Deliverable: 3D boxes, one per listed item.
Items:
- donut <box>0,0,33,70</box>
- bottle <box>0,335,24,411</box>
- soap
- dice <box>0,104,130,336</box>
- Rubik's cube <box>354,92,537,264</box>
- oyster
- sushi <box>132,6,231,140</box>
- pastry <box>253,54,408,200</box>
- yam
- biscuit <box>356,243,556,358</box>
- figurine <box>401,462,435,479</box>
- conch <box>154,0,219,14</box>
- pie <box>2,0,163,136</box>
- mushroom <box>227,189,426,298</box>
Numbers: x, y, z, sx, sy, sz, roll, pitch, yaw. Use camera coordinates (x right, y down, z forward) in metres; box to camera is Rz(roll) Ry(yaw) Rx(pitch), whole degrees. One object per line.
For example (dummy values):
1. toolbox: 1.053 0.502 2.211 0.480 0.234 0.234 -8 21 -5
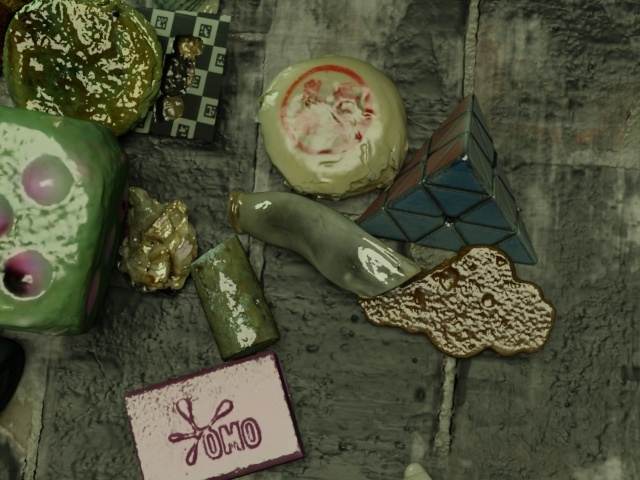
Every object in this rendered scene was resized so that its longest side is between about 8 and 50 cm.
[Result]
1. donut: -0.561 -0.399 2.051 0.151 0.112 0.295 38 86 32
2. bottle: -0.658 0.166 1.928 0.336 0.144 0.144 24 81 8
3. soap: -0.167 0.296 1.903 0.259 0.081 0.181 -16 78 0
4. dice: -0.476 -0.038 1.841 0.318 0.322 0.330 12 89 -4
5. Rubik's cube: 0.217 -0.089 1.929 0.228 0.229 0.233 -11 32 -35
6. oyster: -0.284 -0.008 1.977 0.163 0.081 0.191 -44 66 3
7. sushi: -0.241 -0.282 2.040 0.192 0.050 0.215 9 91 23
8. pastry: 0.022 -0.185 1.968 0.264 0.133 0.265 0 83 3
9. yam: -0.143 0.091 1.931 0.107 0.107 0.194 -22 77 -1
10. biscuit: 0.217 0.100 1.928 0.319 0.047 0.184 -4 88 8
11. figurine: 0.110 0.474 1.835 0.235 0.127 0.155 -41 89 0
12. conch: -0.226 -0.481 2.041 0.172 0.131 0.200 -10 77 1
13. pie: -0.400 -0.284 2.001 0.276 0.078 0.277 1 102 6
14. mushroom: 0.000 -0.002 1.919 0.351 0.097 0.109 26 114 23
